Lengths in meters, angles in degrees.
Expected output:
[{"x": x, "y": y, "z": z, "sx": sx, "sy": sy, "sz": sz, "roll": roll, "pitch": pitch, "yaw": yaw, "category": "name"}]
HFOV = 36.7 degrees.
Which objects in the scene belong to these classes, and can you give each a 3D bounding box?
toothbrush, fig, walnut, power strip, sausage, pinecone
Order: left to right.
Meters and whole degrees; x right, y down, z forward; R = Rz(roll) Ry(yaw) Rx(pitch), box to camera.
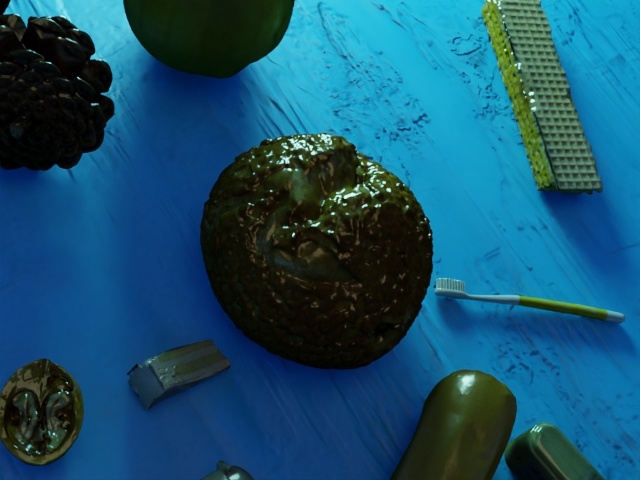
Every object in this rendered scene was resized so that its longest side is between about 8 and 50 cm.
[{"x": -0.351, "y": -0.190, "z": 1.177, "sx": 0.208, "sy": 0.207, "sz": 0.207, "roll": 8, "pitch": 61, "yaw": -14, "category": "pinecone"}, {"x": -0.309, "y": 0.195, "z": 1.063, "sx": 0.091, "sy": 0.052, "sz": 0.121, "roll": 4, "pitch": 60, "yaw": -15, "category": "walnut"}, {"x": -0.142, "y": -0.358, "z": 1.285, "sx": 0.240, "sy": 0.271, "sz": 0.239, "roll": 9, "pitch": 48, "yaw": -10, "category": "fig"}, {"x": 0.129, "y": 0.296, "z": 1.121, "sx": 0.112, "sy": 0.112, "sz": 0.328, "roll": 33, "pitch": 58, "yaw": 1, "category": "sausage"}, {"x": 0.292, "y": 0.084, "z": 1.336, "sx": 0.288, "sy": 0.021, "sz": 0.024, "roll": 10, "pitch": 70, "yaw": -14, "category": "toothbrush"}, {"x": 0.372, "y": 0.386, "z": 1.162, "sx": 0.066, "sy": 0.092, "sz": 0.387, "roll": -37, "pitch": 78, "yaw": -29, "category": "power strip"}]

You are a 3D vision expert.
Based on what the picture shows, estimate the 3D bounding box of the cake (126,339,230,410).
[{"x": -0.167, "y": 0.154, "z": 1.146, "sx": 0.121, "sy": 0.065, "sz": 0.052, "roll": -16, "pitch": 67, "yaw": -49, "category": "cake"}]

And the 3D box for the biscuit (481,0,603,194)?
[{"x": 0.342, "y": -0.231, "z": 1.500, "sx": 0.094, "sy": 0.054, "sz": 0.378, "roll": -2, "pitch": 64, "yaw": -20, "category": "biscuit"}]

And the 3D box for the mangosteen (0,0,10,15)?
[{"x": -0.519, "y": -0.353, "z": 1.157, "sx": 0.311, "sy": 0.311, "sz": 0.311, "roll": 8, "pitch": 61, "yaw": -14, "category": "mangosteen"}]

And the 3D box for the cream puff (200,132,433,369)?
[{"x": 0.000, "y": 0.000, "z": 1.176, "sx": 0.303, "sy": 0.212, "sz": 0.303, "roll": 5, "pitch": 60, "yaw": -10, "category": "cream puff"}]

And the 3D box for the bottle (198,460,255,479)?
[{"x": -0.153, "y": 0.324, "z": 1.023, "sx": 0.209, "sy": 0.097, "sz": 0.110, "roll": -26, "pitch": 106, "yaw": -28, "category": "bottle"}]
